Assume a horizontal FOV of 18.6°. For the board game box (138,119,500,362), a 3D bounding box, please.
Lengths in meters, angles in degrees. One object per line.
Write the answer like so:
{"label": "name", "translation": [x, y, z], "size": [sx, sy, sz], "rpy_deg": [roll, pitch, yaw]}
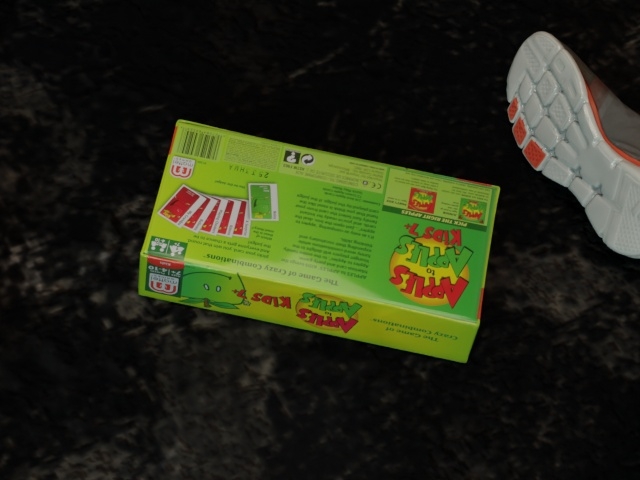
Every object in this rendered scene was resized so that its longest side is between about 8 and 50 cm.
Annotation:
{"label": "board game box", "translation": [0.000, 0.000, 1.060], "size": [0.181, 0.043, 0.092], "rpy_deg": [12, 57, 0]}

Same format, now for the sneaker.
{"label": "sneaker", "translation": [0.164, -0.053, 1.121], "size": [0.065, 0.061, 0.158], "rpy_deg": [-3, 54, -42]}
